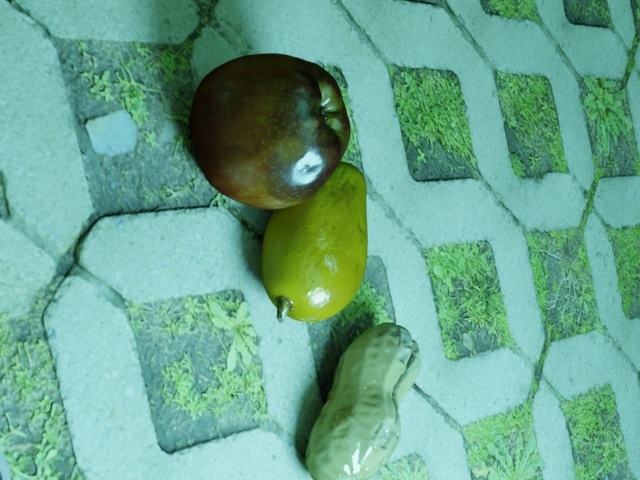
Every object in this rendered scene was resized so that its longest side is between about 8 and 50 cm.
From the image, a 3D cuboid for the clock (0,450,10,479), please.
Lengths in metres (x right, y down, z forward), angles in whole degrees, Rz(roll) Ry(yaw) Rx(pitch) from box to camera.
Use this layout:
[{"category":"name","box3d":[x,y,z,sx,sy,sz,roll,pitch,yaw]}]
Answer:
[{"category":"clock","box3d":[-0.432,0.284,1.124,0.197,0.068,0.196,8,78,-46]}]

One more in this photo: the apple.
[{"category":"apple","box3d":[-0.063,-0.154,1.476,0.230,0.230,0.229,9,78,-46]}]

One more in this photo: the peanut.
[{"category":"peanut","box3d":[0.069,0.252,1.617,0.130,0.130,0.290,45,52,-33]}]

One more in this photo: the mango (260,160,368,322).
[{"category":"mango","box3d":[0.000,0.000,1.588,0.176,0.119,0.316,40,52,-26]}]
